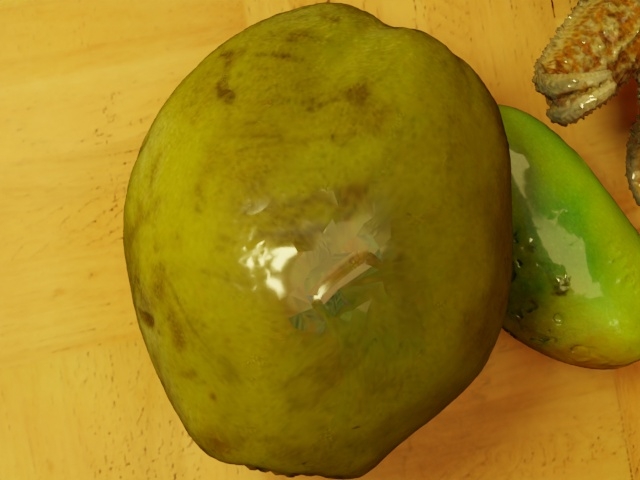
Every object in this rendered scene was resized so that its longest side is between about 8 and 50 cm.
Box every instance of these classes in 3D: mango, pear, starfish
[{"bbox_3d":[0.165,0.000,1.111,0.125,0.111,0.233,-43,99,-16],"label":"mango"},{"bbox_3d":[0.000,0.000,0.991,0.269,0.269,0.321,23,79,-16],"label":"pear"},{"bbox_3d":[0.265,-0.177,1.135,0.303,0.113,0.312,-2,89,-35],"label":"starfish"}]
